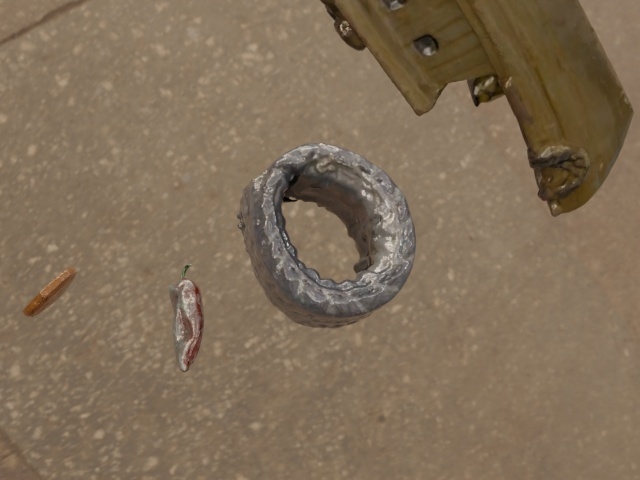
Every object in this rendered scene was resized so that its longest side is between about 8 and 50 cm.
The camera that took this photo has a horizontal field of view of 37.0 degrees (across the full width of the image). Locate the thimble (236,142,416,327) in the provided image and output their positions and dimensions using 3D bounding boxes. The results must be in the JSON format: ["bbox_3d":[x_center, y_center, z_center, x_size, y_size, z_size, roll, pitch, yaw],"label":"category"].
[{"bbox_3d":[0.000,0.000,1.249,0.236,0.172,0.205,42,71,-2],"label":"thimble"}]

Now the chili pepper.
[{"bbox_3d":[-0.169,0.102,1.224,0.041,0.050,0.153,-2,57,-15],"label":"chili pepper"}]

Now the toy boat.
[{"bbox_3d":[0.068,-0.136,0.521,0.321,0.121,0.089,51,15,-29],"label":"toy boat"}]

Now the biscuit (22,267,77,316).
[{"bbox_3d":[-0.420,0.083,1.493,0.019,0.130,0.102,45,75,-4],"label":"biscuit"}]
